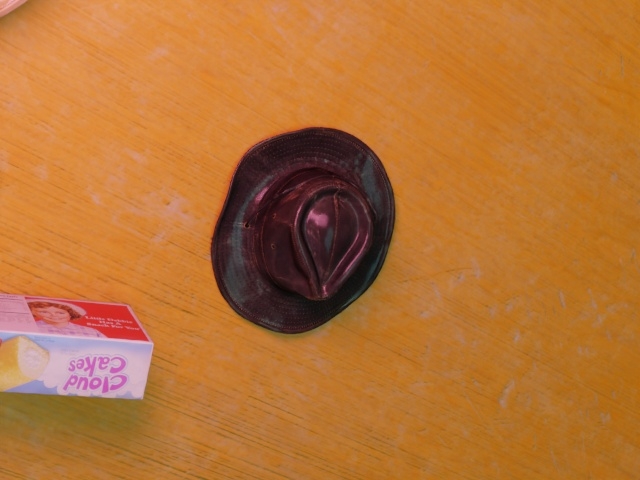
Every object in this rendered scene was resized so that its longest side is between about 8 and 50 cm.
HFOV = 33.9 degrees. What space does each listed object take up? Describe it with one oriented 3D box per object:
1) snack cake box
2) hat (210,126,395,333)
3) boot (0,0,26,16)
[{"bbox_3d":[-0.379,0.142,1.440,0.264,0.152,0.089,7,103,-26],"label":"snack cake box"},{"bbox_3d":[0.000,0.000,1.583,0.331,0.134,0.332,-8,108,-24],"label":"hat"},{"bbox_3d":[-0.473,-0.354,1.274,0.295,0.104,0.211,-34,117,-7],"label":"boot"}]
